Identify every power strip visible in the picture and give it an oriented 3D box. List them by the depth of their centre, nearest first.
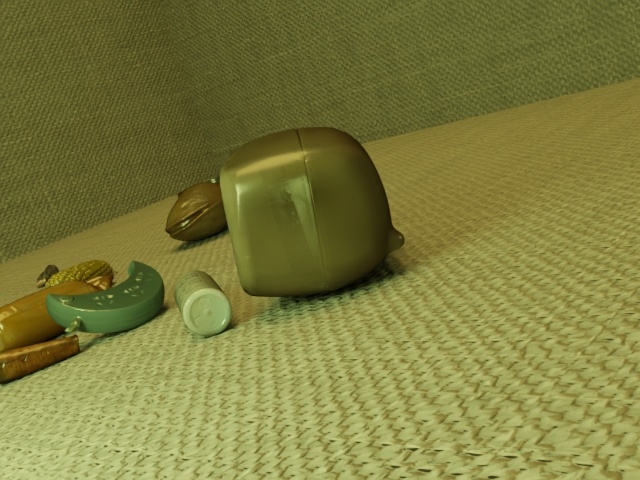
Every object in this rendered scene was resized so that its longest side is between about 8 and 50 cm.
[{"bbox_3d":[-0.401,0.115,1.488,0.167,0.054,0.253,18,27,30],"label":"power strip"}]

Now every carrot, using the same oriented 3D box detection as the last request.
[{"bbox_3d":[-0.505,0.207,1.368,0.161,0.055,0.055,-14,9,-23],"label":"carrot"}]

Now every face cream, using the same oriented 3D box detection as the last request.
[{"bbox_3d":[-0.211,0.099,1.351,0.082,0.082,0.269,-20,11,-11],"label":"face cream"}]

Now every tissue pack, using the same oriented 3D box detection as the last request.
[{"bbox_3d":[-0.020,-0.061,1.350,0.277,0.267,0.387,-14,11,-2],"label":"tissue pack"}]

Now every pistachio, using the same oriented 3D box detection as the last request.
[{"bbox_3d":[-0.350,-0.084,2.299,0.213,0.163,0.260,-40,7,22],"label":"pistachio"}]

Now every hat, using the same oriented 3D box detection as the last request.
[{"bbox_3d":[-0.840,0.117,2.405,0.058,0.042,0.087,-14,45,35],"label":"hat"}]

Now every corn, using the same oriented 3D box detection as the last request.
[{"bbox_3d":[-0.592,0.104,1.918,0.091,0.091,0.260,-18,6,12],"label":"corn"}]

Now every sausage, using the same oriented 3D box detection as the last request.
[{"bbox_3d":[-0.550,0.142,1.617,0.112,0.112,0.328,-9,13,39],"label":"sausage"}]

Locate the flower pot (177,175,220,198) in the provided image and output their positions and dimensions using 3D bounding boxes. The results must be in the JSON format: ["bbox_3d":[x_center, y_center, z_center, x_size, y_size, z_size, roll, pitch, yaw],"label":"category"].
[{"bbox_3d":[-0.338,-0.126,2.533,0.235,0.140,0.235,-19,11,4],"label":"flower pot"}]
